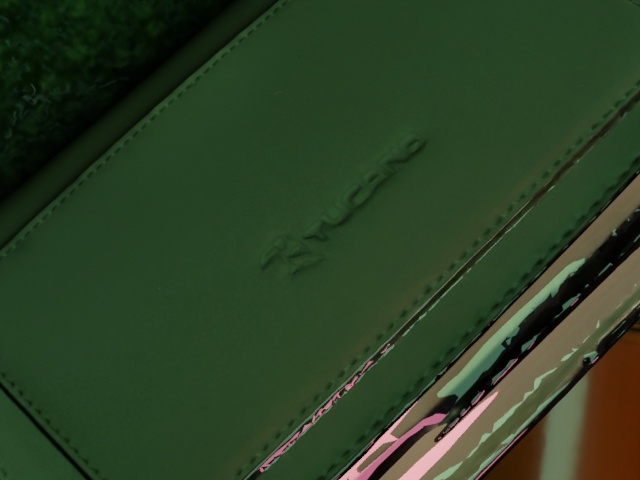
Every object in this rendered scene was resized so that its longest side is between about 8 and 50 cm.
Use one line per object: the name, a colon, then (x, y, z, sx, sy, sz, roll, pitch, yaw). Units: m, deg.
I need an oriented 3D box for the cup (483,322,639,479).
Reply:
cup: (0.107, 0.168, 0.811, 0.226, 0.182, 0.264, 11, 87, -58)

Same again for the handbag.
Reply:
handbag: (0.000, 0.000, 0.691, 0.358, 0.236, 0.160, -43, 154, -12)
